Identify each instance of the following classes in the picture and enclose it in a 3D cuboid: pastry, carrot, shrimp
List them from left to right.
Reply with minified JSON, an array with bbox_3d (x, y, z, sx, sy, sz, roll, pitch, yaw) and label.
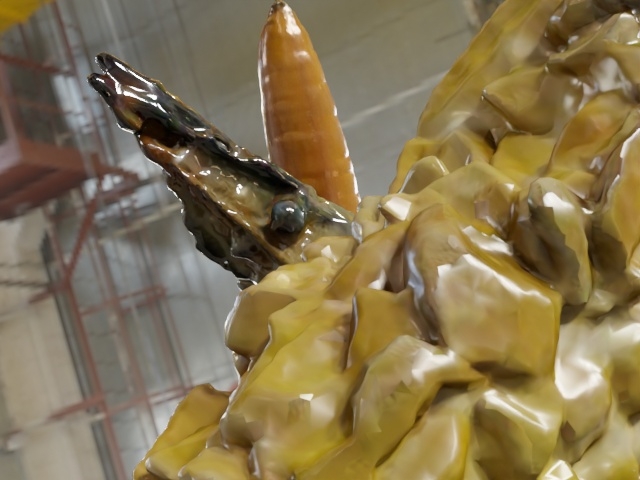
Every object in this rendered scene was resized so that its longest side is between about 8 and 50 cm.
[{"bbox_3d":[-0.005,0.006,0.607,0.066,0.262,0.117,-46,20,12],"label":"shrimp"},{"bbox_3d":[-0.001,0.018,0.695,0.062,0.271,0.066,-3,16,-23],"label":"carrot"},{"bbox_3d":[0.048,0.050,0.374,0.102,0.154,0.250,13,61,53],"label":"pastry"}]
